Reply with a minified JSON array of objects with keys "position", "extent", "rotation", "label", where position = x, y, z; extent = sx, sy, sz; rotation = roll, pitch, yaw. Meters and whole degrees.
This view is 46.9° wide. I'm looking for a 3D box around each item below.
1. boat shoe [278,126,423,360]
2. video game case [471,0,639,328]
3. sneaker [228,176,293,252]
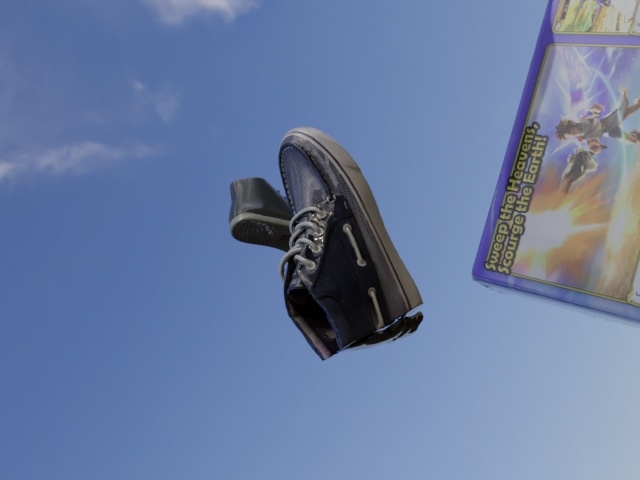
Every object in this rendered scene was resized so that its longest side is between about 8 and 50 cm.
[{"position":[0.000,0.000,1.010],"extent":[0.158,0.127,0.341],"rotation":[-20,-106,-39],"label":"boat shoe"},{"position":[0.217,-0.079,0.312],"extent":[0.061,0.244,0.270],"rotation":[19,-93,-52],"label":"video game case"},{"position":[-0.055,-0.044,1.301],"extent":[0.222,0.083,0.118],"rotation":[16,-136,-27],"label":"sneaker"}]
